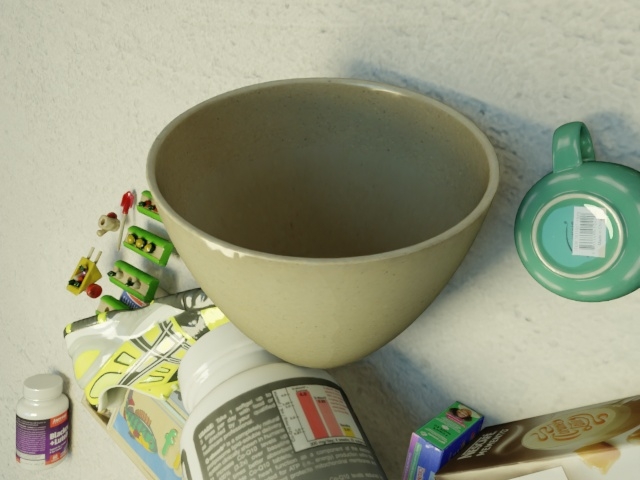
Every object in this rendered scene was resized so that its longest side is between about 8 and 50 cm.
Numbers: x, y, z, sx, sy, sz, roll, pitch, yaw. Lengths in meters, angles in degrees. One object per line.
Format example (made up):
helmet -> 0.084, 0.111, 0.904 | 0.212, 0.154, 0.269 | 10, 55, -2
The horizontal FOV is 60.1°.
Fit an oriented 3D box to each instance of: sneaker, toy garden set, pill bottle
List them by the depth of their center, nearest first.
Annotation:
pill bottle -> -0.038, 0.270, 0.616 | 0.210, 0.210, 0.363 | -59, 40, 27
sneaker -> -0.200, 0.151, 0.827 | 0.384, 0.145, 0.147 | -17, 83, 21
toy garden set -> -0.358, 0.022, 0.981 | 0.204, 0.049, 0.244 | 21, 90, 35
pill bottle -> -0.627, 0.406, 1.249 | 0.108, 0.108, 0.193 | 16, 105, 36

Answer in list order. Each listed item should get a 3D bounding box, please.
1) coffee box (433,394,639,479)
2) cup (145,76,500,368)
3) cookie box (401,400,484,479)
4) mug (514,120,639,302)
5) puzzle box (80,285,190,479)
coffee box -> 0.251, 0.220, 0.511 | 0.246, 0.141, 0.098 | -29, 77, 36
cup -> 0.000, 0.000, 0.604 | 0.331, 0.331, 0.237 | 32, 138, 31
cookie box -> 0.136, 0.245, 0.625 | 0.040, 0.107, 0.092 | 21, 108, 35
mug -> 0.241, -0.018, 0.517 | 0.158, 0.097, 0.129 | 51, 123, 22
puzzle box -> -0.239, 0.270, 0.929 | 0.409, 0.052, 0.272 | 29, 100, 33
